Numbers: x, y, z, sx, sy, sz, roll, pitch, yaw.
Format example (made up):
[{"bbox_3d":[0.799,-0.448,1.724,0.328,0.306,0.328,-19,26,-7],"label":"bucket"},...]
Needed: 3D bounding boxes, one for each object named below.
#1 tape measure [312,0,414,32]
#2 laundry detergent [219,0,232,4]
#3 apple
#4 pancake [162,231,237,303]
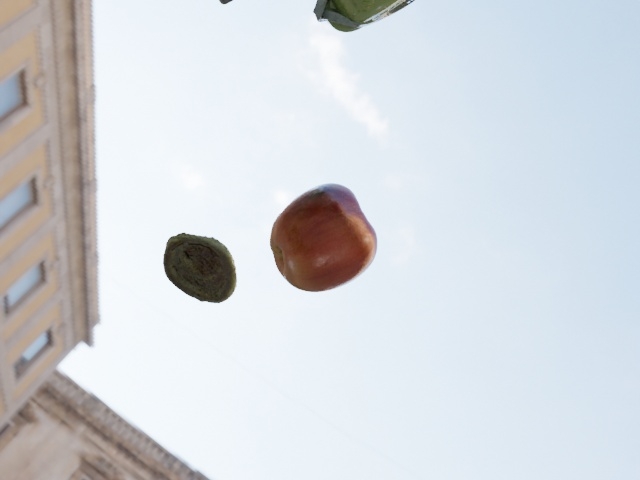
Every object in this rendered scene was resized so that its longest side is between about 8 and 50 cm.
[{"bbox_3d":[0.082,-0.357,1.244,0.175,0.200,0.106,-20,-76,51],"label":"tape measure"},{"bbox_3d":[-0.230,-0.489,1.220,0.398,0.264,0.125,56,-14,-18],"label":"laundry detergent"},{"bbox_3d":[0.000,0.000,1.633,0.199,0.199,0.199,23,-40,20],"label":"apple"},{"bbox_3d":[-0.153,0.035,1.164,0.108,0.017,0.108,9,-60,15],"label":"pancake"}]
